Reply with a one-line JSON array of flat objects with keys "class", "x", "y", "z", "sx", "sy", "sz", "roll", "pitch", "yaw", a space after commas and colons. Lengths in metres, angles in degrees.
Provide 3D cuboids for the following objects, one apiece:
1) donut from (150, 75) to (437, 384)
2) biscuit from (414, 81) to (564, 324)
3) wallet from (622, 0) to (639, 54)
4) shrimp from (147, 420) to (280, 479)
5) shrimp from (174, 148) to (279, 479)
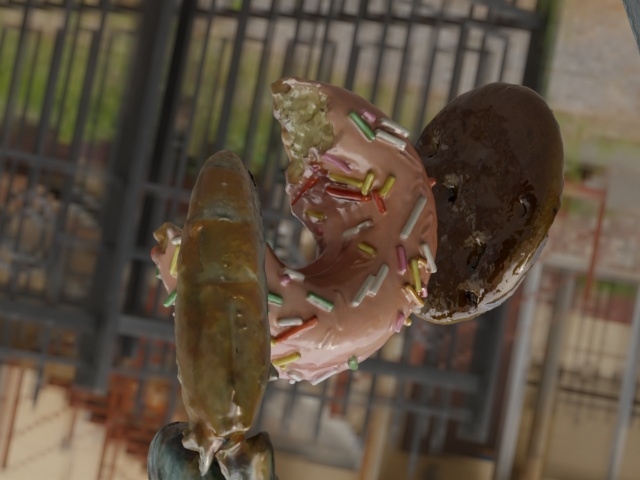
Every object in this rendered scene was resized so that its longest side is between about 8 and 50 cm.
[{"class": "donut", "x": 0.000, "y": 0.000, "z": 1.416, "sx": 0.199, "sy": 0.233, "sz": 0.085, "roll": 42, "pitch": 155, "yaw": -17}, {"class": "biscuit", "x": 0.124, "y": -0.034, "z": 1.581, "sx": 0.036, "sy": 0.212, "sz": 0.212, "roll": 21, "pitch": 171, "yaw": -35}, {"class": "wallet", "x": 0.100, "y": -0.138, "z": 0.508, "sx": 0.036, "sy": 0.167, "sz": 0.222, "roll": -6, "pitch": 137, "yaw": 0}, {"class": "shrimp", "x": -0.095, "y": 0.261, "z": 1.604, "sx": 0.137, "sy": 0.172, "sz": 0.372, "roll": 35, "pitch": 160, "yaw": 24}, {"class": "shrimp", "x": -0.044, "y": 0.045, "z": 0.986, "sx": 0.051, "sy": 0.187, "sz": 0.132, "roll": -2, "pitch": 155, "yaw": 6}]
